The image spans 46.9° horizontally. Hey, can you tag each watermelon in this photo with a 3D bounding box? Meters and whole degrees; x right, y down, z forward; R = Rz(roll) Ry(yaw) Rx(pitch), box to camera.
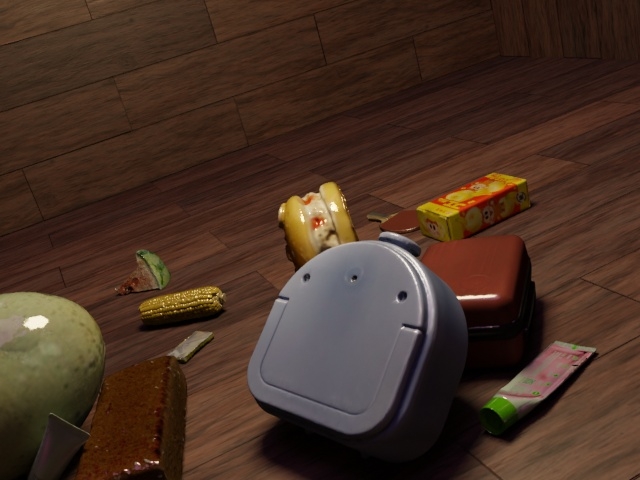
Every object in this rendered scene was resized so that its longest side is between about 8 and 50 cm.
[{"bbox_3d":[-0.512,0.117,2.195,0.158,0.121,0.098,-57,-5,14],"label":"watermelon"}]

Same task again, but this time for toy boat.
[{"bbox_3d":[-0.306,0.250,1.742,0.063,0.016,0.115,-1,25,34],"label":"toy boat"}]

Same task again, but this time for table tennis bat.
[{"bbox_3d":[0.219,-0.058,2.143,0.130,0.019,0.220,-31,27,-33],"label":"table tennis bat"}]

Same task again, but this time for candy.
[{"bbox_3d":[0.413,-0.090,1.989,0.276,0.088,0.146,-24,24,-22],"label":"candy"}]

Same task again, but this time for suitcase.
[{"bbox_3d":[0.294,0.117,1.446,0.236,0.161,0.297,-7,22,24],"label":"suitcase"}]

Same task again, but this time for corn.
[{"bbox_3d":[-0.355,0.170,1.896,0.238,0.080,0.080,-14,21,11],"label":"corn"}]

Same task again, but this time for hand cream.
[{"bbox_3d":[0.367,0.240,1.261,0.275,0.050,0.079,-26,48,-38],"label":"hand cream"},{"bbox_3d":[-0.470,0.385,1.295,0.078,0.205,0.050,31,28,-2],"label":"hand cream"}]

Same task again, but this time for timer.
[{"bbox_3d":[0.080,0.169,1.280,0.395,0.173,0.394,-25,47,31],"label":"timer"}]

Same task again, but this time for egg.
[{"bbox_3d":[-0.611,0.278,1.404,0.428,0.345,0.345,-41,26,-10],"label":"egg"}]

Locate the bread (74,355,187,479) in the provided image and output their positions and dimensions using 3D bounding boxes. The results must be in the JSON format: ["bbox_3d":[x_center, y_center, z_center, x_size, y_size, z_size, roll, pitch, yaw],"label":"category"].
[{"bbox_3d":[-0.339,0.356,1.367,0.165,0.113,0.416,-16,20,-2],"label":"bread"}]

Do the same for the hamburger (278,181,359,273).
[{"bbox_3d":[0.000,0.000,1.847,0.186,0.260,0.302,-19,3,3],"label":"hamburger"}]
